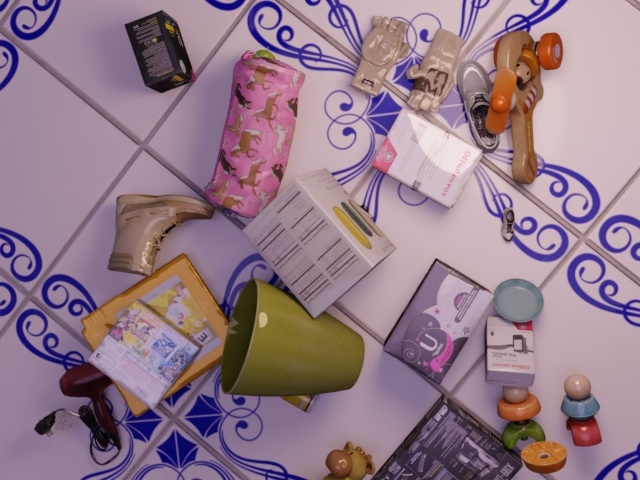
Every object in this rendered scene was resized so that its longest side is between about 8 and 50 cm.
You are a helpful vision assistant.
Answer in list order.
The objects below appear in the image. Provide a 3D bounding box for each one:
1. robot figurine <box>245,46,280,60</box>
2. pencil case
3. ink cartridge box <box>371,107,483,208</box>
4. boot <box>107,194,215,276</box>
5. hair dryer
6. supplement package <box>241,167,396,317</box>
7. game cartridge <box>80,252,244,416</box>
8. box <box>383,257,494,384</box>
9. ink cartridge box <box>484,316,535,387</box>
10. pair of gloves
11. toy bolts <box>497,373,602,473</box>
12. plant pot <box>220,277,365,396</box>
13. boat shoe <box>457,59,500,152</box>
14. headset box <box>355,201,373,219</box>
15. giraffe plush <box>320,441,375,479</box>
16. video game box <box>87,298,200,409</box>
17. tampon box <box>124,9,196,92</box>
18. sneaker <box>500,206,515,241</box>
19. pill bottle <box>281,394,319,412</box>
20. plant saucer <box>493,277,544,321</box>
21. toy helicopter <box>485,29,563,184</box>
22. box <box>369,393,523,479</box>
[{"bbox_3d":[-0.155,-0.420,1.947,0.115,0.067,0.101,-43,113,5],"label":"robot figurine"},{"bbox_3d":[-0.157,-0.246,1.883,0.160,0.167,0.386,24,106,31],"label":"pencil case"},{"bbox_3d":[0.256,-0.193,1.889,0.218,0.092,0.158,30,95,7],"label":"ink cartridge box"},{"bbox_3d":[-0.394,-0.009,1.952,0.262,0.095,0.203,2,73,11],"label":"boot"},{"bbox_3d":[-0.573,0.414,2.043,0.224,0.080,0.293,30,98,-15],"label":"hair dryer"},{"bbox_3d":[0.000,0.000,1.850,0.198,0.199,0.262,-43,85,23],"label":"supplement package"},{"bbox_3d":[-0.399,0.235,1.982,0.324,0.052,0.285,-34,87,-5],"label":"game cartridge"},{"bbox_3d":[0.278,0.189,1.874,0.163,0.142,0.247,31,96,6],"label":"box"},{"bbox_3d":[0.441,0.260,1.854,0.109,0.063,0.150,3,51,7],"label":"ink cartridge box"},{"bbox_3d":[0.211,-0.424,1.910,0.240,0.042,0.204,16,88,0],"label":"pair of gloves"},{"bbox_3d":[0.534,0.403,1.819,0.229,0.218,0.158,-12,104,1],"label":"toy bolts"},{"bbox_3d":[-0.054,0.255,1.869,0.294,0.275,0.274,15,94,-16],"label":"plant pot"},{"bbox_3d":[0.380,-0.320,1.872,0.079,0.081,0.227,-15,92,7],"label":"boat shoe"},{"bbox_3d":[0.086,-0.051,1.946,0.062,0.032,0.083,42,98,5],"label":"headset box"},{"bbox_3d":[0.051,0.577,1.902,0.181,0.210,0.170,28,90,30],"label":"giraffe plush"},{"bbox_3d":[-0.429,0.276,1.934,0.205,0.048,0.187,37,89,1],"label":"video game box"},{"bbox_3d":[-0.391,-0.461,1.951,0.101,0.120,0.161,-19,90,8],"label":"tampon box"},{"bbox_3d":[0.449,-0.038,1.896,0.032,0.037,0.083,-1,93,6],"label":"sneaker"},{"bbox_3d":[-0.064,0.373,1.964,0.116,0.065,0.065,28,95,6],"label":"pill bottle"},{"bbox_3d":[0.469,0.146,1.885,0.119,0.021,0.119,-2,56,3],"label":"plant saucer"},{"bbox_3d":[0.453,-0.296,1.808,0.140,0.235,0.355,4,112,36],"label":"toy helicopter"},{"bbox_3d":[0.296,0.568,1.917,0.242,0.076,0.307,38,96,5],"label":"box"}]
